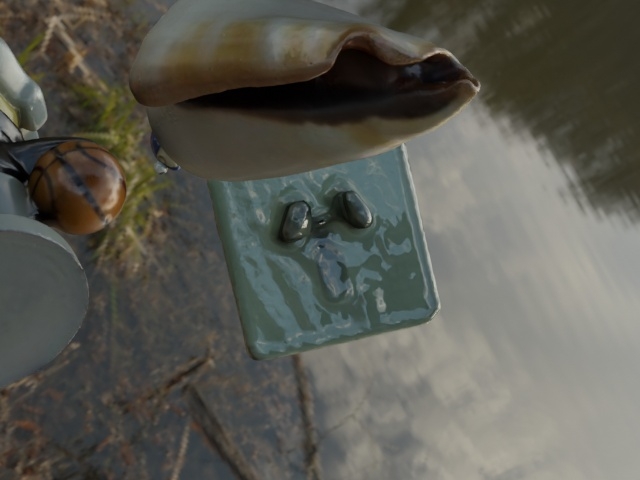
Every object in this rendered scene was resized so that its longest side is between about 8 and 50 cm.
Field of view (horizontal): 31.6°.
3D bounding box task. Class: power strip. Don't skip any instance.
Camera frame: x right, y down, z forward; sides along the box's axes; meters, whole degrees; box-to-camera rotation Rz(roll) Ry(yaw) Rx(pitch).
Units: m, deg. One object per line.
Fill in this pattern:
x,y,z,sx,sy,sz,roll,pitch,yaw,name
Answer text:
0.000,0.000,0.798,0.224,0.139,0.140,-136,-146,-83,power strip

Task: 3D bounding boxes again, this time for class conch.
-0.017,-0.064,0.498,0.176,0.094,0.104,28,-21,49,conch

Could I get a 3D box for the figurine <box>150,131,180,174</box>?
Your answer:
-0.108,-0.179,1.375,0.121,0.262,0.164,56,-4,15,figurine

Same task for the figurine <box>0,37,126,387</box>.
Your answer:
-0.218,-0.038,0.672,0.236,0.176,0.133,53,-18,40,figurine
